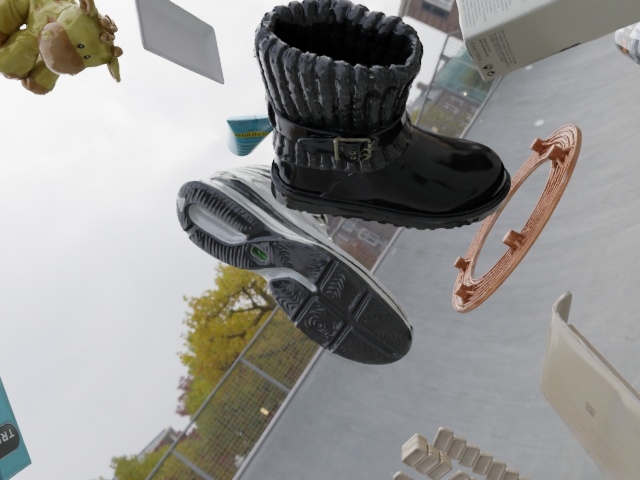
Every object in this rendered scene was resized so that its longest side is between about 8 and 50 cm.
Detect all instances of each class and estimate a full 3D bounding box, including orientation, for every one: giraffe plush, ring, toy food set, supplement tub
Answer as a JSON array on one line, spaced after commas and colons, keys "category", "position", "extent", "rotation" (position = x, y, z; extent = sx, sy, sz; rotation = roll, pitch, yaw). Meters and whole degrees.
[{"category": "giraffe plush", "position": [-0.393, -0.314, 0.734], "extent": [0.210, 0.171, 0.181], "rotation": [-56, -22, -2]}, {"category": "ring", "position": [0.293, -0.036, 0.758], "extent": [0.336, 0.032, 0.336], "rotation": [-59, -6, -11]}, {"category": "toy food set", "position": [0.480, 0.260, 0.772], "extent": [0.093, 0.306, 0.219], "rotation": [-17, -52, -7]}, {"category": "supplement tub", "position": [0.751, -0.457, 1.070], "extent": [0.190, 0.117, 0.117], "rotation": [-62, -4, -56]}]

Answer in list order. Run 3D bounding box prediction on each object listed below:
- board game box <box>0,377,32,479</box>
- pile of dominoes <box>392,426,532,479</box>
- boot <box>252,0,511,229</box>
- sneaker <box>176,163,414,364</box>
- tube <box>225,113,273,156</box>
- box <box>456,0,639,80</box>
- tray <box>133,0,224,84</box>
[{"category": "board game box", "position": [-0.522, 0.186, 0.597], "extent": [0.079, 0.335, 0.254], "rotation": [-22, -3, -4]}, {"category": "pile of dominoes", "position": [0.292, 0.483, 0.981], "extent": [0.196, 0.251, 0.040], "rotation": [-56, 5, 28]}, {"category": "boot", "position": [0.097, -0.137, 0.568], "extent": [0.260, 0.348, 0.131], "rotation": [98, 170, -55]}, {"category": "sneaker", "position": [0.000, -0.001, 0.827], "extent": [0.257, 0.448, 0.169], "rotation": [-43, -13, -51]}, {"category": "tube", "position": [-0.109, -0.167, 0.719], "extent": [0.080, 0.052, 0.207], "rotation": [-14, 6, -14]}, {"category": "box", "position": [0.305, -0.300, 0.546], "extent": [0.094, 0.275, 0.113], "rotation": [31, -126, -50]}, {"category": "tray", "position": [-0.304, -0.434, 1.021], "extent": [0.270, 0.030, 0.145], "rotation": [-8, -92, -68]}]
